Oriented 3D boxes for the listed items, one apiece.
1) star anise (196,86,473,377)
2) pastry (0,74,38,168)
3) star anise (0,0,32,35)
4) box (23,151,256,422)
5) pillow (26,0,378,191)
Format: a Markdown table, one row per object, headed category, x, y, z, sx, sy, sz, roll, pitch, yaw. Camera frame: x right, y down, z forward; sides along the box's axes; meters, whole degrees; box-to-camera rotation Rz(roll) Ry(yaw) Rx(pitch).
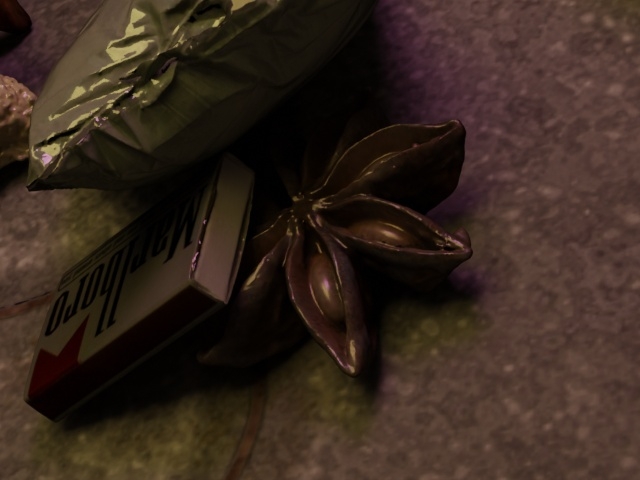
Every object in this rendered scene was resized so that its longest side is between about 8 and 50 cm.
| category | x | y | z | sx | sy | sz | roll | pitch | yaw |
| --- | --- | --- | --- | --- | --- | --- | --- | --- | --- |
| star anise | 0.014 | -0.003 | 1.153 | 0.197 | 0.073 | 0.212 | 4 | 58 | 39 |
| pastry | -0.321 | -0.041 | 1.388 | 0.258 | 0.089 | 0.121 | -37 | 30 | -7 |
| star anise | -0.334 | -0.221 | 1.422 | 0.272 | 0.272 | 0.102 | 35 | 110 | 45 |
| box | -0.112 | 0.031 | 1.173 | 0.177 | 0.036 | 0.115 | -35 | 31 | 38 |
| pillow | -0.074 | -0.135 | 1.215 | 0.283 | 0.138 | 0.310 | -42 | 5 | 0 |
